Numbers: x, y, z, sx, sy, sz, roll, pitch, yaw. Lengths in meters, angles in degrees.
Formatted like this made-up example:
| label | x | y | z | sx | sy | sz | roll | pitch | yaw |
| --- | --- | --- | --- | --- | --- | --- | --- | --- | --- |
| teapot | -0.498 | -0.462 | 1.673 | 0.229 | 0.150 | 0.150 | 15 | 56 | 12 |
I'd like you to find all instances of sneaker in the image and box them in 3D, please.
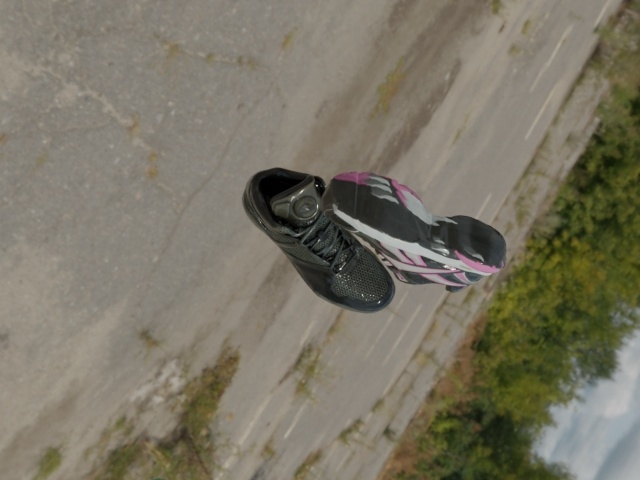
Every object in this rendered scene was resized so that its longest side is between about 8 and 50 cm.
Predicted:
| label | x | y | z | sx | sy | sz | roll | pitch | yaw |
| --- | --- | --- | --- | --- | --- | --- | --- | --- | --- |
| sneaker | 0.000 | 0.000 | 0.855 | 0.087 | 0.227 | 0.130 | -44 | 179 | -9 |
| sneaker | 0.077 | 0.005 | 0.669 | 0.077 | 0.178 | 0.072 | -54 | -165 | 44 |

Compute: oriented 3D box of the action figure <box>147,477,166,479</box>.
| label | x | y | z | sx | sy | sz | roll | pitch | yaw |
| --- | --- | --- | --- | --- | --- | --- | --- | --- | --- |
| action figure | -0.107 | 0.272 | 0.481 | 0.063 | 0.232 | 0.137 | -30 | 138 | 27 |
